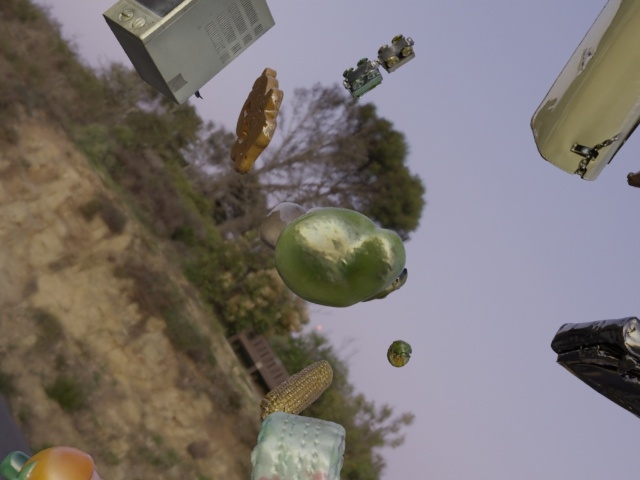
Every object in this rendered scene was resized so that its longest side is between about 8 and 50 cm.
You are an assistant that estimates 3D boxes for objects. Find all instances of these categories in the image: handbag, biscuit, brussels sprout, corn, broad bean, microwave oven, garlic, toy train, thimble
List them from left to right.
[{"bbox_3d":[-0.228,-0.389,1.477,0.145,0.240,0.194,37,-16,32],"label":"microwave oven"},{"bbox_3d":[-0.124,-0.238,1.644,0.184,0.035,0.248,-52,-154,31],"label":"biscuit"},{"bbox_3d":[-0.043,0.414,1.447,0.185,0.149,0.211,89,12,-54],"label":"thimble"},{"bbox_3d":[-0.064,0.402,2.182,0.097,0.262,0.097,25,-50,34],"label":"corn"},{"bbox_3d":[0.000,0.001,1.809,0.279,0.132,0.325,12,-10,26],"label":"garlic"},{"bbox_3d":[0.037,0.033,1.389,0.228,0.169,0.100,21,-2,-4],"label":"broad bean"},{"bbox_3d":[0.145,-0.431,2.051,0.060,0.202,0.081,58,4,19],"label":"toy train"},{"bbox_3d":[0.158,0.218,1.631,0.051,0.046,0.083,64,-19,21],"label":"brussels sprout"},{"bbox_3d":[0.519,-0.303,1.431,0.160,0.236,0.358,25,-54,-1],"label":"handbag"},{"bbox_3d":[0.551,0.229,1.409,0.275,0.088,0.244,36,-18,-7],"label":"handbag"}]

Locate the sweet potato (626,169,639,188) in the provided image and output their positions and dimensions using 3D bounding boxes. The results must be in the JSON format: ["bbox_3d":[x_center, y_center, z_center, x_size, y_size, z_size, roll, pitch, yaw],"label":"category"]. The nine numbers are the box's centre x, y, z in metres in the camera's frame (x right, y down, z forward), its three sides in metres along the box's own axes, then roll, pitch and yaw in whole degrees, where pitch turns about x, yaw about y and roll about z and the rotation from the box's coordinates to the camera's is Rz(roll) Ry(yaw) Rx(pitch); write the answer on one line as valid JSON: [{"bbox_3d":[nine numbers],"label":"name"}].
[{"bbox_3d":[0.748,-0.133,1.634,0.337,0.131,0.131,-16,-76,53],"label":"sweet potato"}]

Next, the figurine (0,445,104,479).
[{"bbox_3d":[-0.302,0.347,1.055,0.325,0.124,0.222,0,-50,51],"label":"figurine"}]
